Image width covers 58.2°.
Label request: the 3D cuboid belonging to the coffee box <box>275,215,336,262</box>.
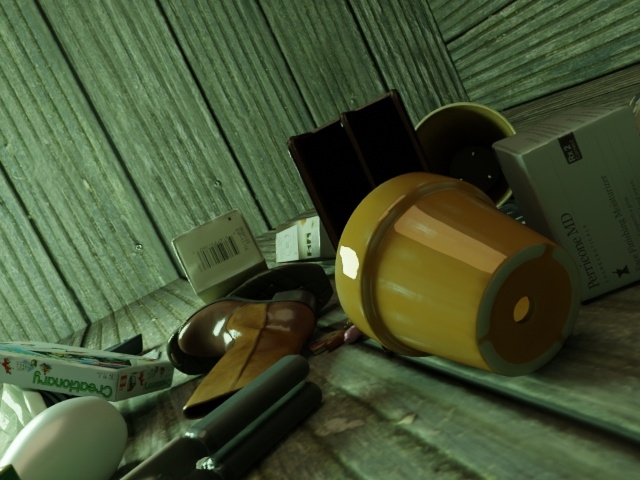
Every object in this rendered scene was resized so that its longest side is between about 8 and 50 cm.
[{"bbox_3d":[0.000,0.000,1.414,0.141,0.098,0.246,0,-5,-29],"label":"coffee box"}]

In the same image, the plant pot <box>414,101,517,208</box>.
[{"bbox_3d":[0.325,-0.165,1.269,0.237,0.237,0.254,-23,-5,20],"label":"plant pot"}]

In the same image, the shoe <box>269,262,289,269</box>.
[{"bbox_3d":[-0.120,0.099,1.456,0.081,0.064,0.178,-29,14,-28],"label":"shoe"}]

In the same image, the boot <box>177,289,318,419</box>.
[{"bbox_3d":[-0.139,0.186,0.868,0.263,0.096,0.280,-7,20,12],"label":"boot"}]

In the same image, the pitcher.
[{"bbox_3d":[-0.353,0.303,0.722,0.178,0.125,0.207,-47,-1,30],"label":"pitcher"}]

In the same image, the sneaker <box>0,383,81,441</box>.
[{"bbox_3d":[-0.441,0.305,0.976,0.148,0.131,0.350,10,2,-35],"label":"sneaker"}]

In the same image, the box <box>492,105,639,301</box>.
[{"bbox_3d":[0.303,-0.052,0.676,0.119,0.181,0.182,-25,9,12],"label":"box"}]

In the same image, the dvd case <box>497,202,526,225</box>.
[{"bbox_3d":[0.257,0.003,1.008,0.238,0.030,0.179,-26,8,4],"label":"dvd case"}]

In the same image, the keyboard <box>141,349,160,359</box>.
[{"bbox_3d":[-0.496,0.327,1.347,0.256,0.014,0.072,-28,13,-10],"label":"keyboard"}]

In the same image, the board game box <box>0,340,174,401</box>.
[{"bbox_3d":[-0.437,0.221,1.000,0.305,0.053,0.193,5,-6,13],"label":"board game box"}]

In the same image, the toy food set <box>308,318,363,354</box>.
[{"bbox_3d":[0.031,0.141,0.866,0.122,0.019,0.078,-24,8,11],"label":"toy food set"}]

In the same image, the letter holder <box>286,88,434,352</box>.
[{"bbox_3d":[0.094,-0.034,0.775,0.151,0.302,0.214,-24,9,13],"label":"letter holder"}]

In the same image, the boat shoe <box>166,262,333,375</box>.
[{"bbox_3d":[-0.135,0.133,1.081,0.323,0.123,0.120,-25,5,-1],"label":"boat shoe"}]

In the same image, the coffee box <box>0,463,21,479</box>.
[{"bbox_3d":[-0.343,0.259,0.459,0.113,0.041,0.184,-21,8,19],"label":"coffee box"}]

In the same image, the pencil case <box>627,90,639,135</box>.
[{"bbox_3d":[0.455,-0.107,0.633,0.183,0.160,0.410,-26,7,24],"label":"pencil case"}]

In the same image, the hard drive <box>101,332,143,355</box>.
[{"bbox_3d":[-0.577,0.318,1.436,0.254,0.054,0.172,-25,3,17],"label":"hard drive"}]

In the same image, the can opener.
[{"bbox_3d":[-0.122,0.224,0.625,0.095,0.076,0.283,-16,12,48],"label":"can opener"}]

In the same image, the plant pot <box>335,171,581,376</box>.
[{"bbox_3d":[0.147,0.042,0.592,0.205,0.205,0.188,-29,24,-18],"label":"plant pot"}]

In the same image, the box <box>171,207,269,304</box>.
[{"bbox_3d":[-0.182,0.067,1.188,0.147,0.121,0.311,-27,-18,-6],"label":"box"}]
